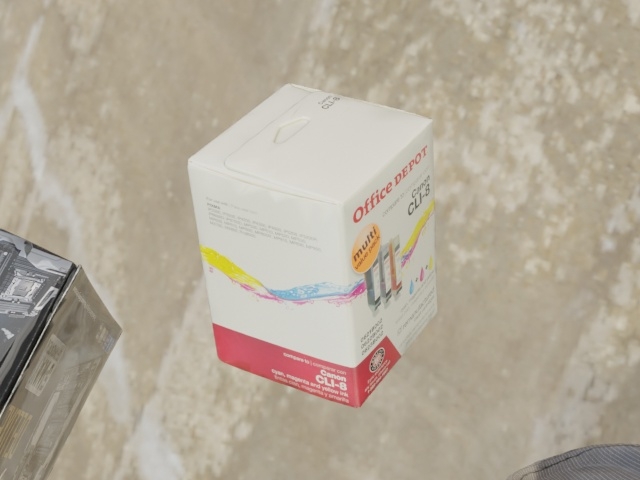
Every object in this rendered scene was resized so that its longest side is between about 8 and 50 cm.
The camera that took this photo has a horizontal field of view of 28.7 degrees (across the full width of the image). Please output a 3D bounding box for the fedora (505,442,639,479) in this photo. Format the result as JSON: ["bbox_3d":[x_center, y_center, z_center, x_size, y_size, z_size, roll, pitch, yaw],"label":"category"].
[{"bbox_3d":[0.237,0.246,1.008,0.275,0.243,0.124,-136,35,-73],"label":"fedora"}]

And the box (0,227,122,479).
[{"bbox_3d":[-0.250,0.138,0.947,0.307,0.076,0.242,106,-171,-76],"label":"box"}]

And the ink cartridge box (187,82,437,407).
[{"bbox_3d":[0.000,0.000,0.893,0.127,0.128,0.176,16,131,29],"label":"ink cartridge box"}]
